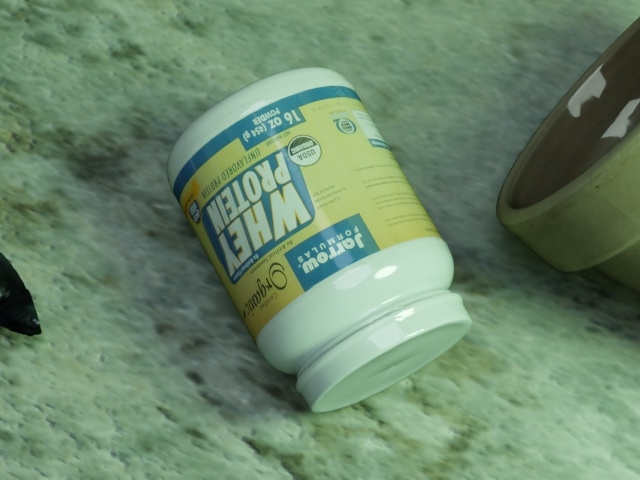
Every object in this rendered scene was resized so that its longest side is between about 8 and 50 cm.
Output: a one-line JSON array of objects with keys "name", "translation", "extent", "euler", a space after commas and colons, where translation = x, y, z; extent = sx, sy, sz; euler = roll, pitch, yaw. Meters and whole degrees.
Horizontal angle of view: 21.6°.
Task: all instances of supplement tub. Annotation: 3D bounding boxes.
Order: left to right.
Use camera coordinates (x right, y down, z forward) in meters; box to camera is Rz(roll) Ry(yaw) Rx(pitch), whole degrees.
[{"name": "supplement tub", "translation": [0.000, 0.000, 1.123], "extent": [0.144, 0.144, 0.199], "euler": [-27, 74, -11]}]

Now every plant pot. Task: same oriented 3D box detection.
[{"name": "plant pot", "translation": [0.286, -0.036, 1.111], "extent": [0.229, 0.263, 0.263], "euler": [41, 73, -6]}]

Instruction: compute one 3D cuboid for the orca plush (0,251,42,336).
[{"name": "orca plush", "translation": [-0.327, 0.086, 1.102], "extent": [0.287, 0.102, 0.151], "euler": [-14, 72, -7]}]
